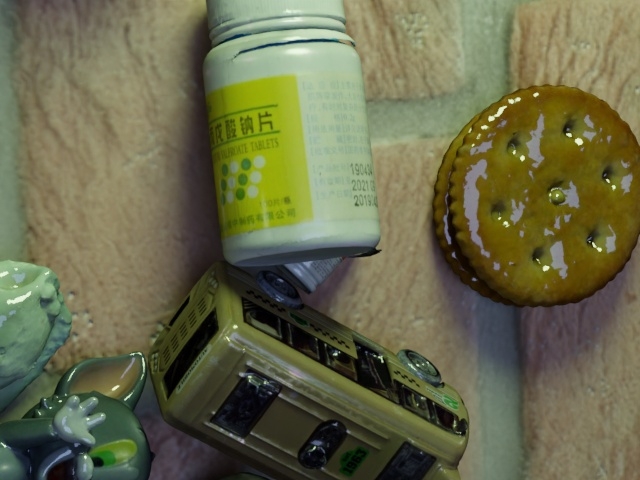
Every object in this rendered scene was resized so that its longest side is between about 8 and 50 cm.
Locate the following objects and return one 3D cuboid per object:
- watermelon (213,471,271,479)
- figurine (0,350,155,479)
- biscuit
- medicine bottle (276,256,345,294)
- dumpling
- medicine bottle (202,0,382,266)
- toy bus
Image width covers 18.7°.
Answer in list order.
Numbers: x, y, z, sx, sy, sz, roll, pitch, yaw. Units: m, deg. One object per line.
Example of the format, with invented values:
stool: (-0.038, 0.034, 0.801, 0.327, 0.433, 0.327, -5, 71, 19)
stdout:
watermelon: (-0.109, 0.294, 1.765, 0.245, 0.119, 0.063, -42, 120, 14)
figurine: (-0.258, 0.215, 1.690, 0.265, 0.140, 0.193, -8, 101, -22)
biscuit: (0.214, -0.041, 1.870, 0.220, 0.066, 0.220, -2, 95, -22)
medicine bottle: (0.000, 0.000, 1.802, 0.057, 0.057, 0.089, 45, 81, -19)
dumpling: (-0.315, 0.102, 1.676, 0.217, 0.105, 0.149, -16, 102, -18)
medicine bottle: (-0.029, -0.111, 1.711, 0.143, 0.143, 0.258, -3, 83, -19)
toy bus: (-0.003, 0.150, 1.749, 0.289, 0.157, 0.139, 31, 108, -21)
